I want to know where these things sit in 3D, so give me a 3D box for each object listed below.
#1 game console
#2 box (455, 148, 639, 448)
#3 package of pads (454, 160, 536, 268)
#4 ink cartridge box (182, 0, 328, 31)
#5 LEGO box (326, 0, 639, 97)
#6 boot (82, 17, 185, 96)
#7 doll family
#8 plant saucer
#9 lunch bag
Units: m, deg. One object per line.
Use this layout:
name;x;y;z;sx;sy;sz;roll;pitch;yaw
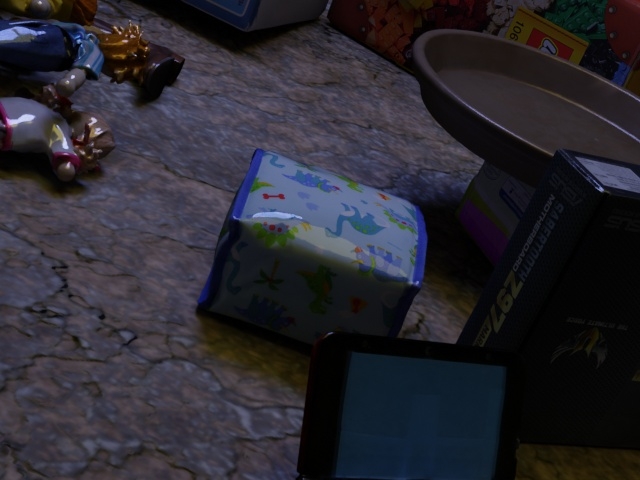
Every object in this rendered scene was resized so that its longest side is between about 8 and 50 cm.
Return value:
game console;0.065;0.121;0.630;0.144;0.085;0.124;8;28;-30
box;0.213;0.048;0.789;0.233;0.183;0.059;10;29;-30
package of pads;0.282;0.020;1.007;0.296;0.101;0.229;9;29;-27
ink cartridge box;-0.182;-0.384;1.337;0.395;0.151;0.270;26;19;10
LEGO box;0.310;-0.284;1.532;0.372;0.193;0.500;35;27;23
boot;-0.182;-0.168;1.052;0.114;0.037;0.106;26;11;-2
doll family;-0.218;-0.153;0.892;0.163;0.118;0.263;5;30;-35
plant saucer;0.198;-0.094;0.993;0.278;0.041;0.278;18;26;-9
lunch bag;0.000;0.000;0.805;0.129;0.096;0.151;21;34;-5
